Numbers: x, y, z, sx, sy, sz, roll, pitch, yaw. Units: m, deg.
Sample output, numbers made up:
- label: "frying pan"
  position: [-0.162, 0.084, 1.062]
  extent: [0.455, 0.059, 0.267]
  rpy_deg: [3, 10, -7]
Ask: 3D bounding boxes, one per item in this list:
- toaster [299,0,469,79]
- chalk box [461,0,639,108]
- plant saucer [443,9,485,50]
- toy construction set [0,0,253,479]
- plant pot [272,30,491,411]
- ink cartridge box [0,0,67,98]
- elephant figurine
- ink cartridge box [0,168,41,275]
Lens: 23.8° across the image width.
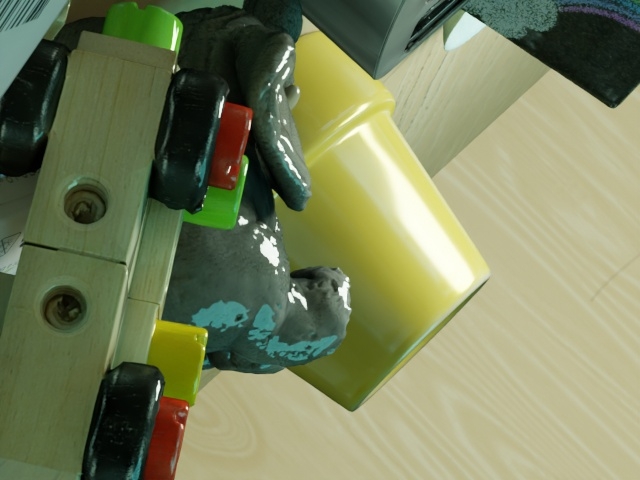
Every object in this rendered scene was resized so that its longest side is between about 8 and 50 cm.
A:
- label: "toaster"
  position: [0.052, -0.199, 0.893]
  extent: [0.186, 0.110, 0.168]
  rpy_deg: [-42, 172, -17]
- label: "chalk box"
  position: [0.227, -0.270, 1.026]
  extent: [0.289, 0.180, 0.179]
  rpy_deg: [-50, -168, 44]
- label: "plant saucer"
  position: [0.181, -0.271, 1.513]
  extent: [0.195, 0.037, 0.195]
  rpy_deg: [-43, 174, -6]
- label: "toy construction set"
  position: [-0.101, 0.037, 0.567]
  extent: [0.151, 0.327, 0.215]
  rpy_deg: [-2, 165, -7]
- label: "plant pot"
  position: [0.000, 0.000, 1.239]
  extent: [0.254, 0.239, 0.254]
  rpy_deg: [-43, 172, -7]
- label: "ink cartridge box"
  position: [-0.178, -0.052, 0.370]
  extent: [0.289, 0.121, 0.211]
  rpy_deg: [-48, 172, 30]
- label: "elephant figurine"
  position: [-0.068, -0.055, 0.795]
  extent: [0.186, 0.169, 0.239]
  rpy_deg: [164, -68, -66]
- label: "ink cartridge box"
  position: [-0.223, 0.043, 0.925]
  extent: [0.307, 0.072, 0.303]
  rpy_deg: [-46, 174, 26]
